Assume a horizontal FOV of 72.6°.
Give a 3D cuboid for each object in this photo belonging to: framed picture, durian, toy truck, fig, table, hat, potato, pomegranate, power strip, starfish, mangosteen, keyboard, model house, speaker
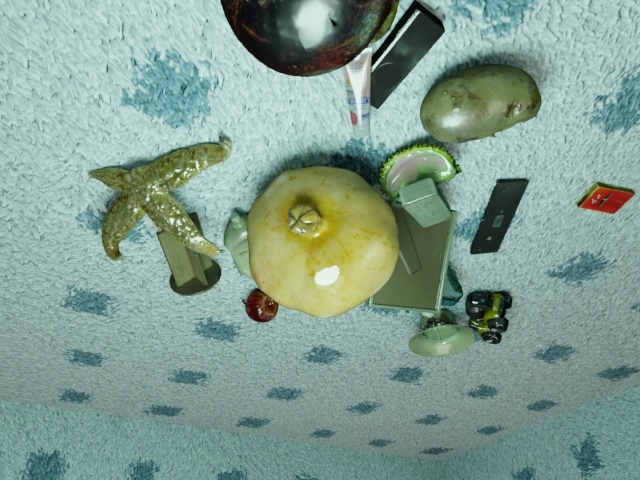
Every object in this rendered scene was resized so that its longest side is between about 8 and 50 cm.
[{"bbox_3d":[0.279,0.056,1.320,0.240,0.020,0.325,6,96,-11],"label":"framed picture"},{"bbox_3d":[0.249,-0.185,1.148,0.220,0.095,0.137,-25,98,27],"label":"durian"},{"bbox_3d":[0.635,0.289,1.687,0.165,0.148,0.225,14,145,18],"label":"toy truck"},{"bbox_3d":[-0.229,0.238,1.591,0.150,0.129,0.129,2,139,4],"label":"fig"},{"bbox_3d":[-0.409,0.032,1.334,0.166,0.167,0.227,-4,130,2],"label":"table"},{"bbox_3d":[0.470,0.351,1.740,0.256,0.130,0.257,-2,138,-2],"label":"hat"},{"bbox_3d":[0.353,-0.304,0.971,0.261,0.165,0.165,-7,139,-1],"label":"potato"},{"bbox_3d":[0.000,0.000,1.116,0.410,0.412,0.412,-1,139,-1],"label":"pomegranate"},{"bbox_3d":[0.293,-0.090,1.174,0.093,0.053,0.288,-21,159,21],"label":"power strip"},{"bbox_3d":[-0.414,-0.087,1.158,0.430,0.082,0.325,-6,107,7],"label":"starfish"},{"bbox_3d":[-0.012,-0.434,0.712,0.329,0.331,0.330,-1,139,-1],"label":"mangosteen"},{"bbox_3d":[0.539,-0.067,1.344,0.106,0.027,0.317,-4,139,-3],"label":"keyboard"},{"bbox_3d":[0.307,0.184,1.516,0.252,0.185,0.291,10,142,-18],"label":"model house"},{"bbox_3d":[0.160,-0.392,0.939,0.082,0.044,0.218,23,133,-26],"label":"speaker"}]

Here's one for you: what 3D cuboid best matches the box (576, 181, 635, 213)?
[{"bbox_3d":[0.846,-0.124,1.295,0.133,0.023,0.090,9,136,-13],"label":"box"}]

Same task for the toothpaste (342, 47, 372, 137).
[{"bbox_3d":[0.085,-0.321,0.958,0.067,0.043,0.195,-2,133,9],"label":"toothpaste"}]

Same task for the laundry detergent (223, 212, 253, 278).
[{"bbox_3d":[-0.205,0.005,1.340,0.181,0.091,0.254,-23,136,3],"label":"laundry detergent"}]
